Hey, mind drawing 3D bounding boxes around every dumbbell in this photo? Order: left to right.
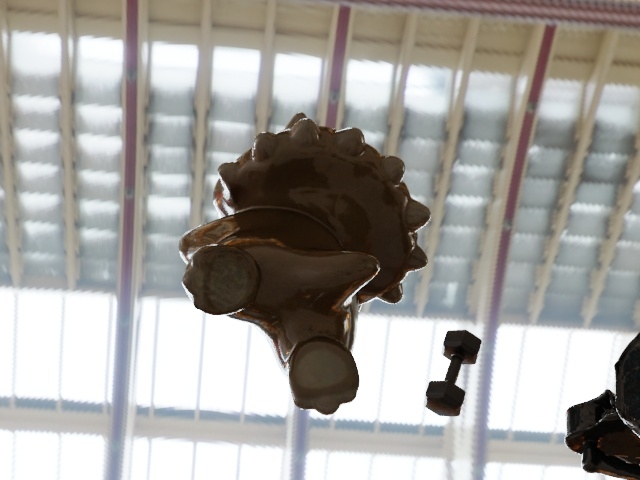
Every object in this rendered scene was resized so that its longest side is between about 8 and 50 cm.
[{"bbox_3d":[0.122,0.121,1.149,0.040,0.036,0.083,-5,-135,34],"label":"dumbbell"}]

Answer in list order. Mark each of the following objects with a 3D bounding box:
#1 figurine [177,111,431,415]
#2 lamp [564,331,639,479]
[{"bbox_3d":[-0.003,-0.004,0.943,0.173,0.247,0.177,-45,-86,2],"label":"figurine"},{"bbox_3d":[0.261,0.129,0.814,0.227,0.172,0.147,45,-140,-32],"label":"lamp"}]
